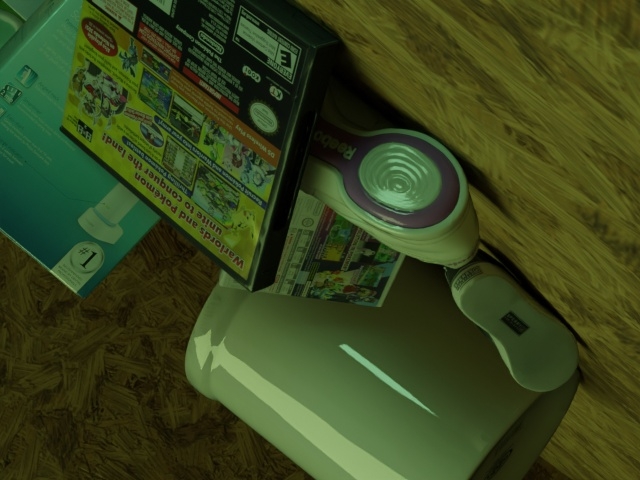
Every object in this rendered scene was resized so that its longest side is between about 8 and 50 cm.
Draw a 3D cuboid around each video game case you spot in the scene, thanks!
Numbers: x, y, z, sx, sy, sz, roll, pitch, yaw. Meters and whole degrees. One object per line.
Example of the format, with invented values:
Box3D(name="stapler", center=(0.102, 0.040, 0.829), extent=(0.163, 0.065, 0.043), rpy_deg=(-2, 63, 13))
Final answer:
Box3D(name="video game case", center=(0.000, 0.000, 1.783), extent=(0.183, 0.023, 0.201), rpy_deg=(8, 145, -10))
Box3D(name="video game case", center=(-0.113, -0.130, 1.466), extent=(0.035, 0.248, 0.275), rpy_deg=(-21, -131, -42))

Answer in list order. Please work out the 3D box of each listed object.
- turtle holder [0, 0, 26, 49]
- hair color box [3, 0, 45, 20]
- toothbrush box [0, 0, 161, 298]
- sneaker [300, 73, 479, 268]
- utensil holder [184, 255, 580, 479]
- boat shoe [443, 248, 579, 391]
Box3D(name="turtle holder", center=(-0.364, -0.219, 2.213), extent=(0.320, 0.227, 0.243), rpy_deg=(0, 152, 0))
Box3D(name="hair color box", center=(-0.209, -0.222, 1.864), extent=(0.374, 0.113, 0.185), rpy_deg=(43, -175, -25))
Box3D(name="toothbrush box", center=(-0.214, -0.129, 1.673), extent=(0.216, 0.295, 0.126), rpy_deg=(41, -172, -19))
Box3D(name="sneaker", center=(0.017, -0.068, 1.504), extent=(0.305, 0.114, 0.152), rpy_deg=(39, 175, 31))
Box3D(name="utensil holder", center=(0.080, 0.168, 2.127), extent=(0.385, 0.327, 0.327), rpy_deg=(38, 176, 19))
Box3D(name="boat shoe", center=(0.196, 0.078, 1.794), extent=(0.228, 0.080, 0.076), rpy_deg=(40, -165, -42))
